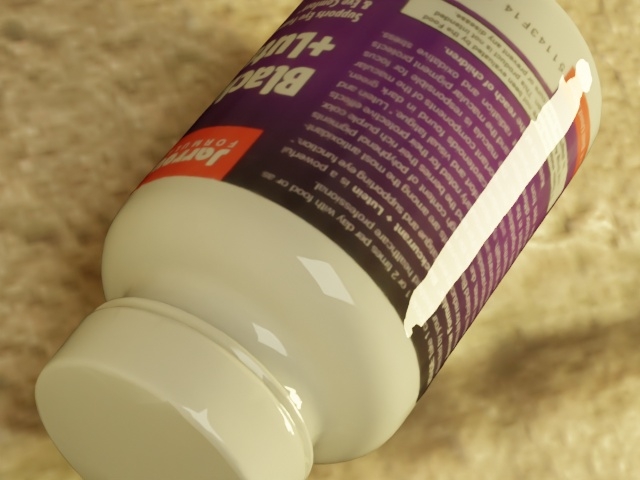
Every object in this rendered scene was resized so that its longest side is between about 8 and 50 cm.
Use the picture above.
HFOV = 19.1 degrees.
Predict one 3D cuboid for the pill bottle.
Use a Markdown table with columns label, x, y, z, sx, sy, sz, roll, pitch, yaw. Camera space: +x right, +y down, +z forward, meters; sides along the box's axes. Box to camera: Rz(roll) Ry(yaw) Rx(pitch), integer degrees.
| label | x | y | z | sx | sy | sz | roll | pitch | yaw |
| --- | --- | --- | --- | --- | --- | --- | --- | --- | --- |
| pill bottle | 0.000 | 0.000 | 0.592 | 0.108 | 0.108 | 0.193 | 46 | 56 | -11 |
